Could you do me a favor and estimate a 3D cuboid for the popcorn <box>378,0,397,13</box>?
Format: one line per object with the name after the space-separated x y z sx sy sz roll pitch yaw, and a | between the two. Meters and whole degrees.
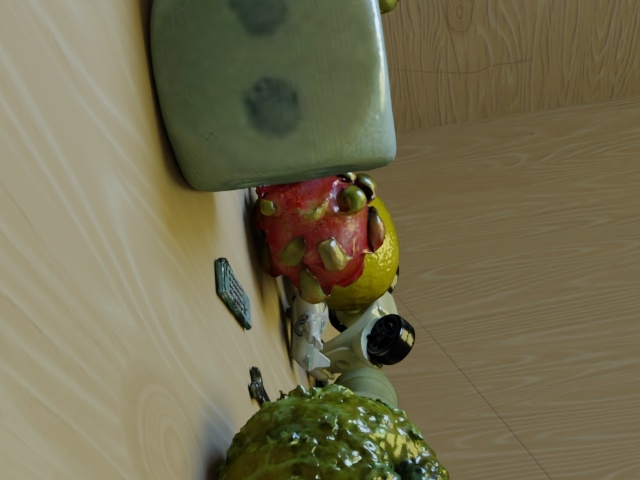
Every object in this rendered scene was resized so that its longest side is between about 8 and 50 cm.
0.034 -0.529 1.697 0.312 0.312 0.312 -8 90 -85 | popcorn

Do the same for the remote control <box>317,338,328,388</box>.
0.003 0.320 2.051 0.065 0.029 0.166 63 24 -74 | remote control

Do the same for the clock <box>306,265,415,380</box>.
0.077 0.172 1.918 0.120 0.276 0.379 40 26 -27 | clock

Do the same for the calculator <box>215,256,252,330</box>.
-0.120 0.077 1.194 0.172 0.018 0.057 73 11 -65 | calculator

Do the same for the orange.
0.036 0.302 0.972 0.301 0.223 0.300 -5 55 -54 | orange

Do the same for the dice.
-0.049 -0.204 1.054 0.268 0.265 0.262 -6 88 -86 | dice

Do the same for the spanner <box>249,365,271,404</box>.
-0.078 0.269 1.333 0.254 0.015 0.054 74 9 -55 | spanner

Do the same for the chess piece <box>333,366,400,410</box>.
0.088 0.399 1.809 0.442 0.234 0.234 -45 127 -83 | chess piece

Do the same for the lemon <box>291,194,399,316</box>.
0.039 0.002 1.786 0.245 0.245 0.319 41 36 -82 | lemon

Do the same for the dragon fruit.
-0.001 -0.018 1.497 0.307 0.228 0.243 -76 162 -83 | dragon fruit

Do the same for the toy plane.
-0.022 0.174 1.663 0.174 0.080 0.174 176 -90 -81 | toy plane
